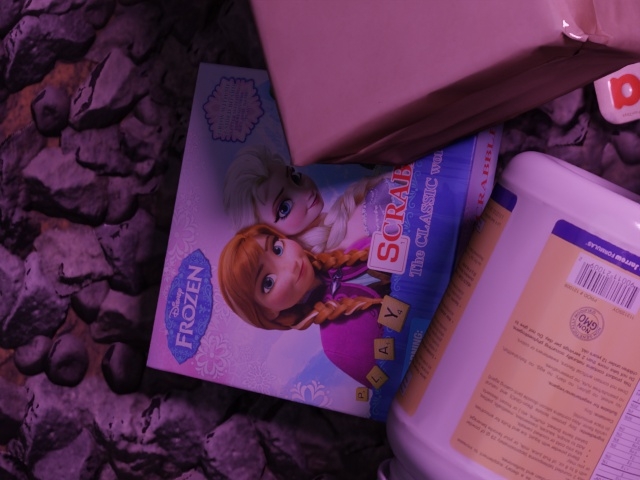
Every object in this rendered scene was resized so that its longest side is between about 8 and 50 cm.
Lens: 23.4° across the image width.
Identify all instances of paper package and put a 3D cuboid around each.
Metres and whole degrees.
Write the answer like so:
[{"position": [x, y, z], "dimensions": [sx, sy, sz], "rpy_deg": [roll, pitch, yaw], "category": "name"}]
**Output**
[{"position": [0.088, -0.256, 1.331], "dimensions": [0.309, 0.168, 0.324], "rpy_deg": [-23, 76, 36], "category": "paper package"}]

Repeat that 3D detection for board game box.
[{"position": [0.000, 0.000, 1.511], "dimensions": [0.318, 0.066, 0.318], "rpy_deg": [9, 89, 28], "category": "board game box"}]

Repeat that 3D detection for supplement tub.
[{"position": [0.200, 0.116, 1.298], "dimensions": [0.241, 0.241, 0.331], "rpy_deg": [29, 100, 27], "category": "supplement tub"}]

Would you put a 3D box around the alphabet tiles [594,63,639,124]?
[{"position": [0.312, -0.255, 1.395], "dimensions": [0.284, 0.021, 0.278], "rpy_deg": [-15, 79, 26], "category": "alphabet tiles"}]
